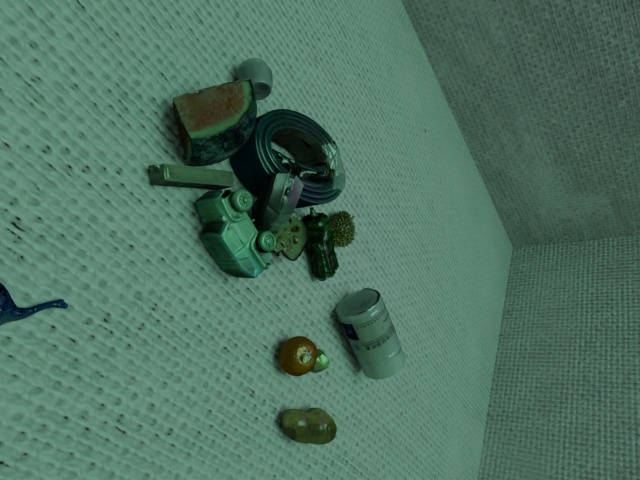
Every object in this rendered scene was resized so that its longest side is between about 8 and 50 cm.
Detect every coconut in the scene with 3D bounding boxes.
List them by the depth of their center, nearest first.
[{"bbox_3d":[-0.016,0.432,1.685,0.082,0.081,0.083,-3,104,-24],"label":"coconut"}]

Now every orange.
[{"bbox_3d":[-0.076,0.389,1.585,0.136,0.118,0.135,7,75,-28],"label":"orange"}]

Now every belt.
[{"bbox_3d":[-0.099,-0.275,1.622,0.437,0.173,0.299,18,72,-49],"label":"belt"}]

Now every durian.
[{"bbox_3d":[0.102,-0.053,1.904,0.208,0.103,0.146,-39,109,-52],"label":"durian"}]

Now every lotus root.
[{"bbox_3d":[-0.136,-0.017,1.613,0.183,0.078,0.203,54,41,-15],"label":"lotus root"}]

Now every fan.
[{"bbox_3d":[-0.019,0.039,1.803,0.131,0.009,0.239,4,81,-52],"label":"fan"}]

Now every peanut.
[{"bbox_3d":[-0.041,0.627,1.600,0.236,0.110,0.120,32,81,-37],"label":"peanut"}]

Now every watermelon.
[{"bbox_3d":[-0.301,-0.363,1.346,0.226,0.148,0.318,35,79,-12],"label":"watermelon"}]

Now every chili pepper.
[{"bbox_3d":[0.000,0.000,1.745,0.136,0.099,0.270,-36,118,-41],"label":"chili pepper"}]

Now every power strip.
[{"bbox_3d":[-0.364,-0.180,1.346,0.272,0.078,0.052,-3,87,-52],"label":"power strip"}]

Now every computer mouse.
[{"bbox_3d":[-0.131,-0.111,1.465,0.126,0.071,0.231,21,106,-33],"label":"computer mouse"}]

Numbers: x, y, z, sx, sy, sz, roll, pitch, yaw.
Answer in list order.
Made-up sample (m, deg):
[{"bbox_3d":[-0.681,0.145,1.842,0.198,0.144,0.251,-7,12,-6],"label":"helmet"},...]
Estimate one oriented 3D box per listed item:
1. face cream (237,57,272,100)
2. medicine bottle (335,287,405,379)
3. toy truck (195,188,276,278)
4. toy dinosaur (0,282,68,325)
[{"bbox_3d":[-0.215,-0.534,1.559,0.117,0.117,0.104,15,54,-50],"label":"face cream"},{"bbox_3d":[0.205,0.379,1.883,0.190,0.190,0.332,-45,119,-46],"label":"medicine bottle"},{"bbox_3d":[-0.255,-0.023,1.400,0.156,0.155,0.278,-48,121,-35],"label":"toy truck"},{"bbox_3d":[-0.664,0.126,0.917,0.329,0.077,0.144,40,48,-44],"label":"toy dinosaur"}]
